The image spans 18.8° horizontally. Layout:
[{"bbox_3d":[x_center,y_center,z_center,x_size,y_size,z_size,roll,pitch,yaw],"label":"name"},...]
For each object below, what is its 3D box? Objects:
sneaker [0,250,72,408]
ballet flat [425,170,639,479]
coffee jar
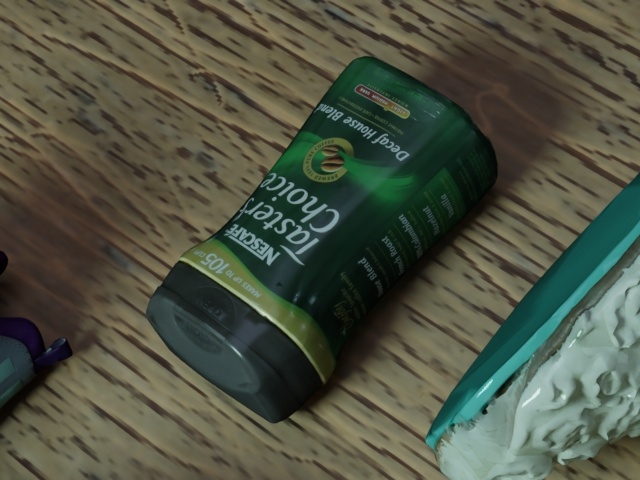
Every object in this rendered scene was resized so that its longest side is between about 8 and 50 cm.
[{"bbox_3d":[-0.232,0.017,1.062,0.098,0.083,0.224,-34,65,-20],"label":"sneaker"},{"bbox_3d":[0.218,-0.026,0.909,0.147,0.147,0.409,30,74,30],"label":"ballet flat"},{"bbox_3d":[0.000,0.000,0.986,0.096,0.079,0.184,32,75,30],"label":"coffee jar"}]
